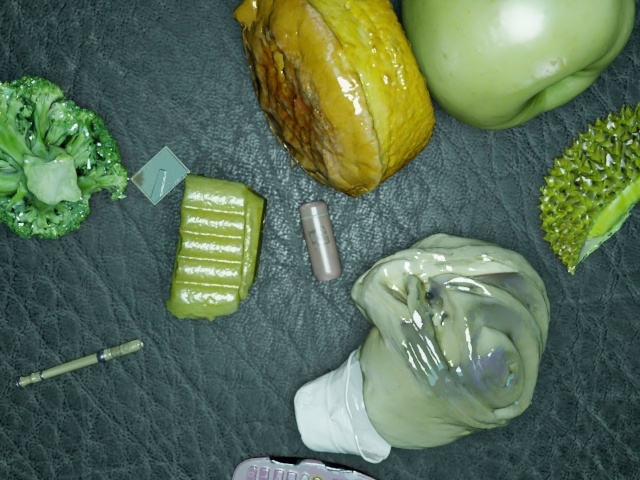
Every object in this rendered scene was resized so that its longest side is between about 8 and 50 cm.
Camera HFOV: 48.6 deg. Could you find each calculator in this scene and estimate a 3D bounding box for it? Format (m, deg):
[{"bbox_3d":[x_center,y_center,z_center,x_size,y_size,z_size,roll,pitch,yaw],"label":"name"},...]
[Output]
[{"bbox_3d":[-0.034,0.490,1.292,0.294,0.043,0.194,8,95,2],"label":"calculator"}]

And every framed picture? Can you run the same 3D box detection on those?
[{"bbox_3d":[-0.284,-0.115,1.258,0.089,0.006,0.066,-43,94,2],"label":"framed picture"}]

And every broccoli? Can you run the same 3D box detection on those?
[{"bbox_3d":[-0.459,-0.130,1.153,0.262,0.241,0.269,-21,124,-19],"label":"broccoli"}]

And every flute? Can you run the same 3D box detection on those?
[{"bbox_3d":[-0.430,0.220,1.268,0.233,0.027,0.027,-18,94,0],"label":"flute"}]

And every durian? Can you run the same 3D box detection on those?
[{"bbox_3d":[0.522,-0.112,1.245,0.352,0.158,0.169,-42,128,2],"label":"durian"}]

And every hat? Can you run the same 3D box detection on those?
[{"bbox_3d":[0.033,0.295,1.224,0.126,0.203,0.203,-17,94,23],"label":"hat"}]

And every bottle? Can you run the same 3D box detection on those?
[{"bbox_3d":[0.000,0.000,1.250,0.053,0.053,0.140,-13,93,0],"label":"bottle"}]

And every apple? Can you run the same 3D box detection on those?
[{"bbox_3d":[0.286,-0.353,1.089,0.358,0.357,0.357,0,94,-1],"label":"apple"}]

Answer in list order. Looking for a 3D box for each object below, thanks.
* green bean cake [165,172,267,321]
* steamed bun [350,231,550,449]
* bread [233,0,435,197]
[{"bbox_3d":[-0.162,0.014,1.155,0.124,0.236,0.232,9,92,-3],"label":"green bean cake"},{"bbox_3d":[0.219,0.158,1.152,0.352,0.247,0.339,-19,90,-11],"label":"steamed bun"},{"bbox_3d":[0.021,-0.249,1.115,0.204,0.337,0.358,-32,93,-20],"label":"bread"}]
